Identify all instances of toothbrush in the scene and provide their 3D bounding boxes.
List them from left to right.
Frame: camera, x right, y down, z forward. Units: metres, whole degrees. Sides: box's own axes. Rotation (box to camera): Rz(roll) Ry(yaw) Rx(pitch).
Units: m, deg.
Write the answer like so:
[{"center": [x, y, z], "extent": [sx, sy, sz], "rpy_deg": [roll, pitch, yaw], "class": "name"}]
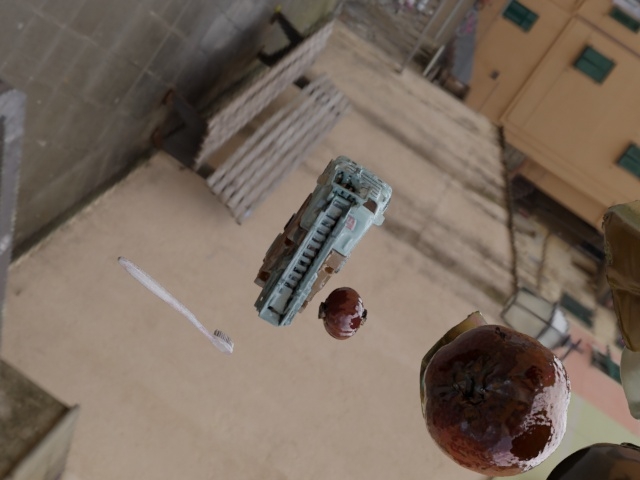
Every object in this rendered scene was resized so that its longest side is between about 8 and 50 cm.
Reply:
[{"center": [-0.272, 0.123, 1.589], "extent": [0.025, 0.307, 0.029], "rpy_deg": [-25, -146, 32], "class": "toothbrush"}]

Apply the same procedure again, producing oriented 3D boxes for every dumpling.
[{"center": [0.730, 0.278, 1.789], "extent": [0.151, 0.124, 0.228], "rpy_deg": [-11, -116, 43], "class": "dumpling"}]

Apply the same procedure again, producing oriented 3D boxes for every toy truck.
[{"center": [0.000, 0.000, 1.452], "extent": [0.338, 0.133, 0.184], "rpy_deg": [-53, -175, 36], "class": "toy truck"}]

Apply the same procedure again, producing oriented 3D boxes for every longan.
[{"center": [0.499, 0.480, 1.362], "extent": [0.350, 0.288, 0.288], "rpy_deg": [7, 127, -43], "class": "longan"}]

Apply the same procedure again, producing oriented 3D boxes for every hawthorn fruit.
[{"center": [0.349, 0.328, 1.613], "extent": [0.284, 0.285, 0.369], "rpy_deg": [-54, 150, -12], "class": "hawthorn fruit"}]

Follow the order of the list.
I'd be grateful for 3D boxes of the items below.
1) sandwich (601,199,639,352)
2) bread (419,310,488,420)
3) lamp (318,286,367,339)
[{"center": [0.533, 0.034, 1.189], "extent": [0.155, 0.227, 0.198], "rpy_deg": [-11, 174, -17], "class": "sandwich"}, {"center": [0.312, 0.285, 1.804], "extent": [0.158, 0.156, 0.260], "rpy_deg": [-11, 105, -62], "class": "bread"}, {"center": [0.041, 0.136, 1.548], "extent": [0.101, 0.090, 0.101], "rpy_deg": [-169, -90, -84], "class": "lamp"}]
